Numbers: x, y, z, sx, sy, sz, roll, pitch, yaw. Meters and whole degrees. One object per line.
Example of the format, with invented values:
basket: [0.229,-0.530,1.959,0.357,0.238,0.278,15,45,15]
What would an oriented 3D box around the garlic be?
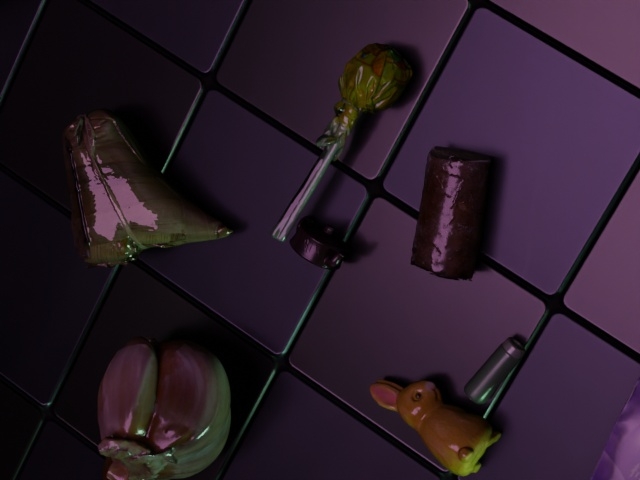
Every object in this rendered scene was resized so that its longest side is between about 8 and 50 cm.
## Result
garlic: [-0.185,0.218,1.886,0.160,0.214,0.191,10,57,7]

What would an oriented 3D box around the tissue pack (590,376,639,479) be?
tissue pack: [0.446,0.303,1.611,0.338,0.160,0.242,25,107,20]

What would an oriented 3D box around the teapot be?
teapot: [0.000,0.000,1.823,0.045,0.067,0.100,-59,40,16]

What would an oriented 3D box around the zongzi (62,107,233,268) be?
zongzi: [-0.214,-0.073,1.894,0.197,0.099,0.195,-10,93,14]

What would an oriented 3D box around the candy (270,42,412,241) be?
candy: [0.013,-0.111,1.787,0.073,0.077,0.262,36,106,15]

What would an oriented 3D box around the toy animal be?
toy animal: [0.123,0.201,1.790,0.159,0.083,0.070,38,103,25]

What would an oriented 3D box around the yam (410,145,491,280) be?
yam: [0.146,-0.030,1.747,0.079,0.079,0.141,13,101,22]

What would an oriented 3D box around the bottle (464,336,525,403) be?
bottle: [0.199,0.148,1.771,0.030,0.030,0.083,42,110,13]
